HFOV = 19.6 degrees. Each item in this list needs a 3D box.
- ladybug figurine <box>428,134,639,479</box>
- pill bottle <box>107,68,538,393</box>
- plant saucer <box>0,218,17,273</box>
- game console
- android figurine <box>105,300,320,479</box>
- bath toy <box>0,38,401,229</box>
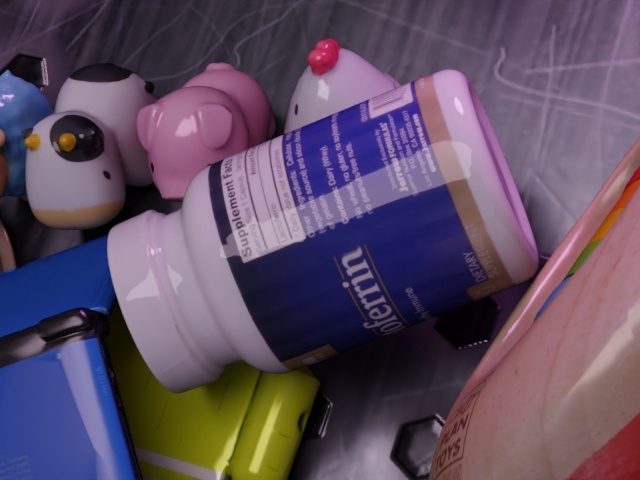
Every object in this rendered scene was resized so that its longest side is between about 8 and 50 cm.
[{"bbox_3d":[0.225,0.041,1.126,0.162,0.305,0.449,38,62,1],"label":"ladybug figurine"},{"bbox_3d":[0.000,0.000,1.250,0.265,0.153,0.153,-22,64,10],"label":"pill bottle"},{"bbox_3d":[-0.357,0.068,1.470,0.278,0.041,0.277,-7,68,18],"label":"plant saucer"},{"bbox_3d":[-0.249,0.141,1.316,0.293,0.173,0.250,-19,79,15],"label":"game console"},{"bbox_3d":[-0.126,0.122,1.356,0.248,0.056,0.272,15,74,24],"label":"android figurine"},{"bbox_3d":[-0.104,-0.083,1.375,0.348,0.129,0.151,-3,57,18],"label":"bath toy"}]
